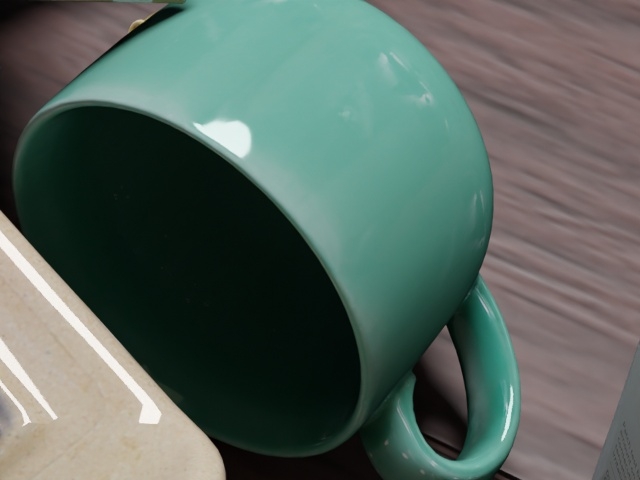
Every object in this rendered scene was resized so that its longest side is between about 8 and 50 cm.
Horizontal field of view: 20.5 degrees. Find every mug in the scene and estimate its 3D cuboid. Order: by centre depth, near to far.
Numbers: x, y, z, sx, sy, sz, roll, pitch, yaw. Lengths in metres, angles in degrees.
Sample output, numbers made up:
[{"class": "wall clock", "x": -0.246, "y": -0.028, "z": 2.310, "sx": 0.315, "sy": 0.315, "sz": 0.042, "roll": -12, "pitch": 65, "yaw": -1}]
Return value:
[{"class": "mug", "x": -0.008, "y": -0.004, "z": 0.542, "sx": 0.129, "sy": 0.158, "sz": 0.097, "roll": 4, "pitch": 39, "yaw": 40}]

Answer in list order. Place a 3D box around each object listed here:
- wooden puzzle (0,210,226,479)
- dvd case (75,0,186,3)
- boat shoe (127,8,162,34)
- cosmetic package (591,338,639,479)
[{"class": "wooden puzzle", "x": -0.249, "y": 0.036, "z": 0.451, "sx": 0.322, "sy": 0.080, "sz": 0.348, "roll": -39, "pitch": 71, "yaw": -19}, {"class": "dvd case", "x": -0.164, "y": -0.118, "z": 0.507, "sx": 0.221, "sy": 0.018, "sz": 0.164, "roll": -3, "pitch": 40, "yaw": -27}, {"class": "boat shoe", "x": -0.047, "y": -0.059, "z": 0.624, "sx": 0.135, "sy": 0.050, "sz": 0.045, "roll": -28, "pitch": 55, "yaw": -36}, {"class": "cosmetic package", "x": 0.280, "y": 0.004, "z": 0.451, "sx": 0.377, "sy": 0.284, "sz": 0.097, "roll": -6, "pitch": 52, "yaw": -11}]
